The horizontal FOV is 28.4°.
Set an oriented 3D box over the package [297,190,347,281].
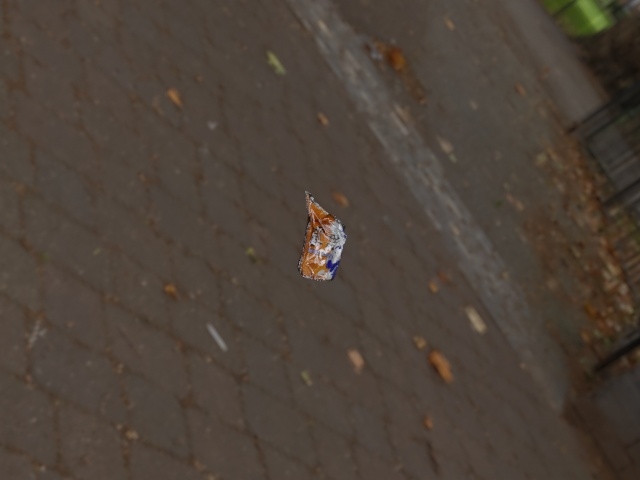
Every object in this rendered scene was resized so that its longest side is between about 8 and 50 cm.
[{"bbox_3d":[-0.001,0.000,1.200,0.033,0.077,0.110,19,-3,26],"label":"package"}]
